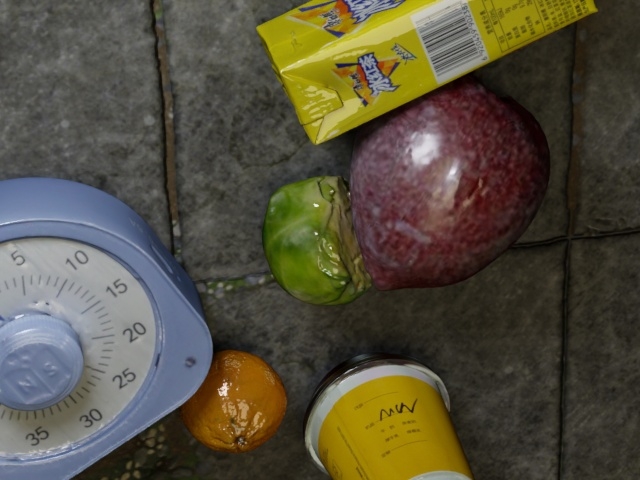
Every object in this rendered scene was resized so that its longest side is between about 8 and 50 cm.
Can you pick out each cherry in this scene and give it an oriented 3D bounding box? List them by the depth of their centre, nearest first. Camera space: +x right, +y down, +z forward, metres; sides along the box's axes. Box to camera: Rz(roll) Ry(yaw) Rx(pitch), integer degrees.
[{"bbox_3d":[0.143,-0.071,2.059,0.230,0.203,0.300,25,92,-37],"label":"cherry"}]

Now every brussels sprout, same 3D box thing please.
[{"bbox_3d":[-0.004,0.003,2.118,0.122,0.151,0.149,-7,153,27],"label":"brussels sprout"}]

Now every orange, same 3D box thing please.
[{"bbox_3d":[-0.107,0.201,2.199,0.136,0.117,0.135,-9,118,-17],"label":"orange"}]

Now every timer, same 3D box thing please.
[{"bbox_3d":[-0.346,0.102,2.057,0.395,0.173,0.395,-6,119,-10],"label":"timer"}]

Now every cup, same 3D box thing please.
[{"bbox_3d":[0.099,0.275,2.200,0.196,0.279,0.196,-9,122,-15],"label":"cup"}]

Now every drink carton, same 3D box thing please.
[{"bbox_3d":[0.115,-0.248,1.993,0.351,0.154,0.111,-26,120,0],"label":"drink carton"}]
